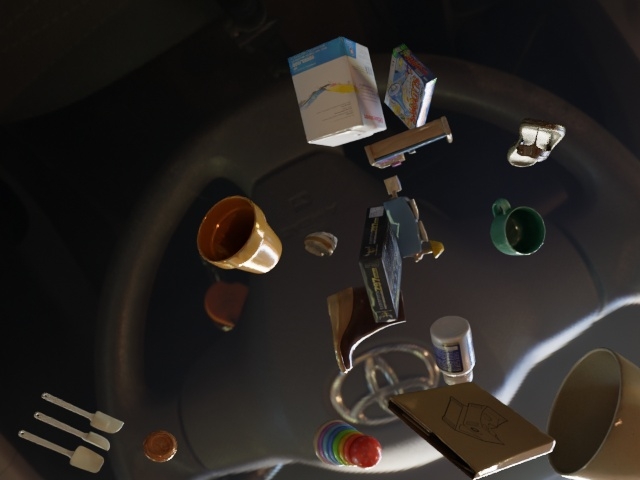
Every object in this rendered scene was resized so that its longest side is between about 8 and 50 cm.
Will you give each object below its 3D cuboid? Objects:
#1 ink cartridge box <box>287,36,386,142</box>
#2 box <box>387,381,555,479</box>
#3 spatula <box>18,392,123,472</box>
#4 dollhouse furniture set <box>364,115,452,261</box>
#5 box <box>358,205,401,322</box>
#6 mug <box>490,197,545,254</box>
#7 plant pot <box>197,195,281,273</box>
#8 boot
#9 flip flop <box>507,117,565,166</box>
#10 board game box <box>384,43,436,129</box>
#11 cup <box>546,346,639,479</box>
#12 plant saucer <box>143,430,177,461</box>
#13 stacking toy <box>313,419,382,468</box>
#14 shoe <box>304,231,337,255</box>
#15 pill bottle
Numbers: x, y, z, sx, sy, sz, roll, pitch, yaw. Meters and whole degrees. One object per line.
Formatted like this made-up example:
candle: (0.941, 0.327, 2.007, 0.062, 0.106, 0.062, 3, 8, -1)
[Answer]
ink cartridge box: (0.046, -0.384, 1.684, 0.168, 0.232, 0.171, -14, 179, 27)
box: (0.219, 0.265, 0.917, 0.201, 0.164, 0.021, 3, 111, -42)
spatula: (-0.697, 0.530, 1.776, 0.242, 0.168, 0.019, 26, 137, -7)
dollhouse furniture set: (0.264, -0.119, 1.583, 0.198, 0.303, 0.286, -19, -179, 12)
box: (0.147, 0.052, 1.520, 0.059, 0.232, 0.183, -8, 123, 16)
mug: (0.532, -0.038, 1.751, 0.129, 0.157, 0.097, -4, 178, -17)
plant pot: (-0.215, 0.003, 1.828, 0.205, 0.205, 0.188, -33, 143, 14)
boot: (0.132, 0.241, 1.744, 0.207, 0.090, 0.248, -9, 110, -3)
flip flop: (0.547, -0.237, 1.647, 0.112, 0.080, 0.277, 14, 166, 4)
board game box: (0.228, -0.385, 1.637, 0.035, 0.136, 0.201, -30, 155, -16)
cup: (0.745, 0.461, 1.564, 0.237, 0.331, 0.331, 23, 134, 0)
plant saucer: (-0.403, 0.516, 1.604, 0.083, 0.083, 0.013, -2, 133, -27)
stacking toy: (0.092, 0.606, 1.876, 0.141, 0.141, 0.330, -8, 170, -20)
shoe: (0.000, 0.000, 1.629, 0.058, 0.077, 0.219, -60, -175, -7)
pill bottle: (0.379, 0.318, 1.810, 0.112, 0.112, 0.186, -18, 118, -7)
